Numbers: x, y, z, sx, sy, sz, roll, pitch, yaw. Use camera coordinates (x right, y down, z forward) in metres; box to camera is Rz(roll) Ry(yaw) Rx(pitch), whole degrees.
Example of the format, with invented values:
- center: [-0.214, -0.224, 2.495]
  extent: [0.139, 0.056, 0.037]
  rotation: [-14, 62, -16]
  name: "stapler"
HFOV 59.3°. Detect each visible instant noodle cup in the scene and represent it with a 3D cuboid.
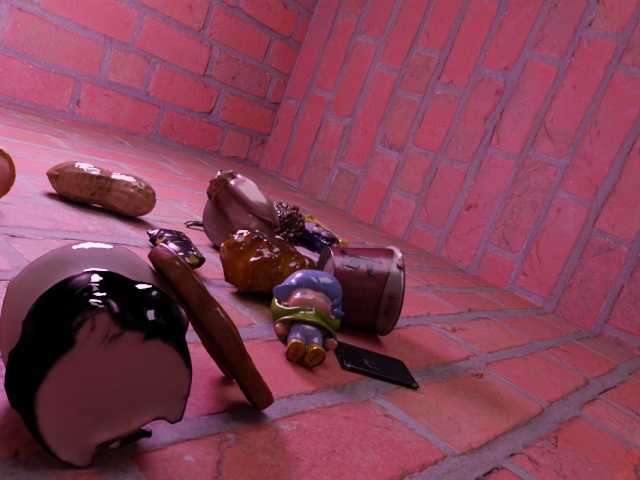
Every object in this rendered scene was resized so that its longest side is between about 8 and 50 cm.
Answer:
- center: [0.088, 0.114, 1.413]
  extent: [0.178, 0.235, 0.235]
  rotation: [9, 13, -14]
  name: "instant noodle cup"

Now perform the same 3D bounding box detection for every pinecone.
- center: [-0.157, -0.061, 1.964]
  extent: [0.179, 0.150, 0.195]
  rotation: [-9, 26, -35]
  name: "pinecone"

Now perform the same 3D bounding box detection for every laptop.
- center: [0.117, 0.267, 1.219]
  extent: [0.180, 0.016, 0.129]
  rotation: [20, 11, -15]
  name: "laptop"

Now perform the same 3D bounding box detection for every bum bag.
- center: [-0.365, 0.017, 1.408]
  extent: [0.106, 0.060, 0.232]
  rotation: [4, 16, -31]
  name: "bum bag"

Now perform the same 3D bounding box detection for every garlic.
- center: [-0.236, -0.071, 1.689]
  extent: [0.292, 0.237, 0.210]
  rotation: [57, 20, -6]
  name: "garlic"

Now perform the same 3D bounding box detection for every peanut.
- center: [-0.617, -0.148, 1.592]
  extent: [0.298, 0.120, 0.136]
  rotation: [17, -13, -21]
  name: "peanut"

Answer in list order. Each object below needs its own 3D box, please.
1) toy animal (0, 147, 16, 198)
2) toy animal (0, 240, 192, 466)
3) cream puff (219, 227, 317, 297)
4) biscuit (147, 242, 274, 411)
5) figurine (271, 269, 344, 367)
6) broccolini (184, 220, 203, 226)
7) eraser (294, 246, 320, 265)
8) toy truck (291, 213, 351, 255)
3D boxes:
- center: [-0.774, -0.165, 1.269]
  extent: [0.156, 0.156, 0.229]
  rotation: [11, 16, -45]
  name: "toy animal"
- center: [-0.273, 0.122, 0.683]
  extent: [0.212, 0.213, 0.266]
  rotation: [15, 9, -31]
  name: "toy animal"
- center: [-0.135, 0.057, 1.400]
  extent: [0.269, 0.155, 0.241]
  rotation: [12, 9, -36]
  name: "cream puff"
- center: [-0.155, 0.124, 0.811]
  extent: [0.186, 0.044, 0.295]
  rotation: [30, -30, 42]
  name: "biscuit"
- center: [-0.029, 0.159, 1.177]
  extent: [0.162, 0.143, 0.263]
  rotation: [13, 28, -5]
  name: "figurine"
- center: [-0.351, -0.040, 1.829]
  extent: [0.201, 0.058, 0.074]
  rotation: [-5, 9, -34]
  name: "broccolini"
- center: [0.049, 0.111, 1.761]
  extent: [0.351, 0.061, 0.089]
  rotation: [26, 11, 26]
  name: "eraser"
- center: [0.000, 0.000, 2.024]
  extent: [0.157, 0.124, 0.272]
  rotation: [12, 14, -40]
  name: "toy truck"
